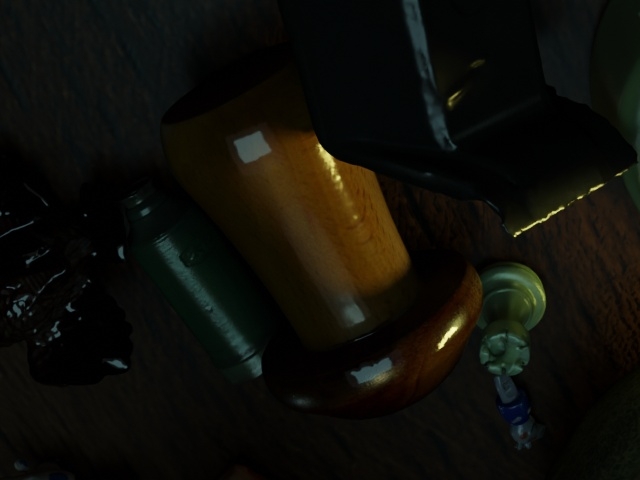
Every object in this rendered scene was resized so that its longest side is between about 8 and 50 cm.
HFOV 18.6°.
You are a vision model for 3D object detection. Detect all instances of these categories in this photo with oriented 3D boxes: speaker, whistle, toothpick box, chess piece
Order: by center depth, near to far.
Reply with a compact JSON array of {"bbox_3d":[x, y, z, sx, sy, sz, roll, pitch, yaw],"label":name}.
[{"bbox_3d":[0.079,-0.213,1.368,0.184,0.180,0.388,12,125,49],"label":"speaker"},{"bbox_3d":[0.000,0.000,1.542,0.192,0.192,0.294,-25,107,18],"label":"toothpick box"},{"bbox_3d":[0.152,0.068,1.602,0.067,0.103,0.067,3,119,5],"label":"chess piece"},{"bbox_3d":[0.170,0.145,1.686,0.033,0.029,0.083,-36,120,-17],"label":"whistle"}]

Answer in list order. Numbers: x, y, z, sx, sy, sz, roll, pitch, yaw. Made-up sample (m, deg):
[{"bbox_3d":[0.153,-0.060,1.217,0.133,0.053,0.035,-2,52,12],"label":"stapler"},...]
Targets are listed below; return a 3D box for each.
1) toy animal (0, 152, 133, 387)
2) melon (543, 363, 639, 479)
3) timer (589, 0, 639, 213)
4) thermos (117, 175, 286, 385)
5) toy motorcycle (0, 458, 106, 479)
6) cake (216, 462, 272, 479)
[{"bbox_3d":[-0.233,0.033,1.639,0.218,0.116,0.179,54,152,6],"label":"toy animal"},{"bbox_3d":[0.302,0.231,1.593,0.248,0.248,0.329,22,112,-6],"label":"melon"},{"bbox_3d":[0.344,-0.062,1.391,0.291,0.315,0.291,2,118,4],"label":"timer"},{"bbox_3d":[-0.102,0.027,1.634,0.073,0.083,0.188,-35,109,-1],"label":"thermos"},{"bbox_3d":[-0.256,0.286,1.773,0.150,0.102,0.221,25,119,-21],"label":"toy motorcycle"},{"bbox_3d":[-0.061,0.398,1.682,0.270,0.319,0.269,33,117,-14],"label":"cake"}]
